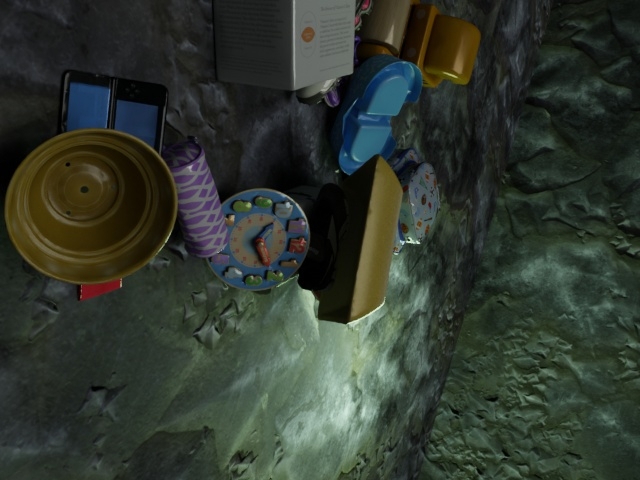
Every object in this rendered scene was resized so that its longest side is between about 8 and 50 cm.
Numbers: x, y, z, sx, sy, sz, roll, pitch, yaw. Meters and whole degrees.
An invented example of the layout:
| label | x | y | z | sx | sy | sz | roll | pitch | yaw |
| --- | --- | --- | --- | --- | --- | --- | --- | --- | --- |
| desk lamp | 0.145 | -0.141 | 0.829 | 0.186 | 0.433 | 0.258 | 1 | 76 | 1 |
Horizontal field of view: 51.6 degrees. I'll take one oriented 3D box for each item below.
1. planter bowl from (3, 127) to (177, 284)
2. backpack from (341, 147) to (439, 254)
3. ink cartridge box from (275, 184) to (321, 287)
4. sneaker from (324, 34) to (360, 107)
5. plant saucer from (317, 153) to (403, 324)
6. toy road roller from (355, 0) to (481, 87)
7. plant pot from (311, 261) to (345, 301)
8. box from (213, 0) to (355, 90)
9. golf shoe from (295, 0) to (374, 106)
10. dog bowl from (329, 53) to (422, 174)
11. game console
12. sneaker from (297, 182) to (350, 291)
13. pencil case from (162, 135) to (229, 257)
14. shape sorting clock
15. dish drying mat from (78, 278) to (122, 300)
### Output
| label | x | y | z | sx | sy | sz | roll | pitch | yaw |
| --- | --- | --- | --- | --- | --- | --- | --- | --- | --- |
| planter bowl | -0.310 | -0.057 | 0.890 | 0.217 | 0.090 | 0.217 | -13 | 119 | -25 |
| backpack | 0.195 | -0.121 | 1.741 | 0.263 | 0.213 | 0.276 | -61 | 148 | -48 |
| ink cartridge box | -0.064 | -0.016 | 1.406 | 0.219 | 0.092 | 0.160 | -27 | 126 | -56 |
| sneaker | 0.046 | -0.380 | 1.467 | 0.068 | 0.071 | 0.170 | 5 | 99 | -62 |
| plant saucer | 0.086 | 0.015 | 1.396 | 0.333 | 0.081 | 0.333 | 156 | -55 | -78 |
| toy road roller | 0.243 | -0.484 | 1.601 | 0.329 | 0.240 | 0.202 | 13 | 90 | -63 |
| plant pot | 0.076 | 0.070 | 1.653 | 0.165 | 0.167 | 0.167 | -57 | 148 | -46 |
| box | -0.057 | -0.453 | 1.133 | 0.215 | 0.168 | 0.345 | -33 | 131 | -52 |
| golf shoe | 0.001 | -0.410 | 1.337 | 0.120 | 0.105 | 0.273 | 27 | 85 | -51 |
| dog bowl | 0.119 | -0.292 | 1.526 | 0.166 | 0.074 | 0.297 | -5 | 133 | -37 |
| game console | -0.290 | -0.157 | 0.931 | 0.085 | 0.124 | 0.144 | -74 | 173 | -79 |
| sneaker | 0.000 | 0.000 | 1.345 | 0.106 | 0.078 | 0.234 | -12 | 115 | -62 |
| pencil case | -0.215 | -0.066 | 1.104 | 0.086 | 0.088 | 0.206 | -54 | 145 | -42 |
| shape sorting clock | -0.118 | 0.001 | 1.251 | 0.206 | 0.040 | 0.206 | -8 | 112 | -20 |
| dish drying mat | -0.339 | 0.068 | 1.021 | 0.083 | 0.008 | 0.032 | -23 | 123 | -58 |
